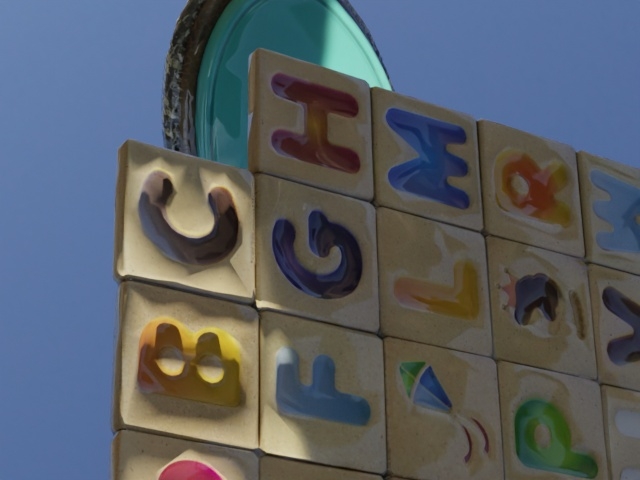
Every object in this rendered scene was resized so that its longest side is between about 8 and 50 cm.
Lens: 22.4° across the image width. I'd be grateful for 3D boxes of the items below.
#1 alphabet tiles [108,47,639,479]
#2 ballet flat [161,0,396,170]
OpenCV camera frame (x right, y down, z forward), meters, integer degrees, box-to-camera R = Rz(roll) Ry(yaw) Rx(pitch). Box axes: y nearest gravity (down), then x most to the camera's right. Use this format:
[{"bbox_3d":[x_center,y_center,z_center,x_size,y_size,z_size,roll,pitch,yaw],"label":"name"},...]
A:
[{"bbox_3d":[0.070,0.076,0.657,0.011,0.342,0.285,-32,-129,50],"label":"alphabet tiles"},{"bbox_3d":[0.000,0.000,1.091,0.164,0.483,0.182,-38,-143,-10],"label":"ballet flat"}]
